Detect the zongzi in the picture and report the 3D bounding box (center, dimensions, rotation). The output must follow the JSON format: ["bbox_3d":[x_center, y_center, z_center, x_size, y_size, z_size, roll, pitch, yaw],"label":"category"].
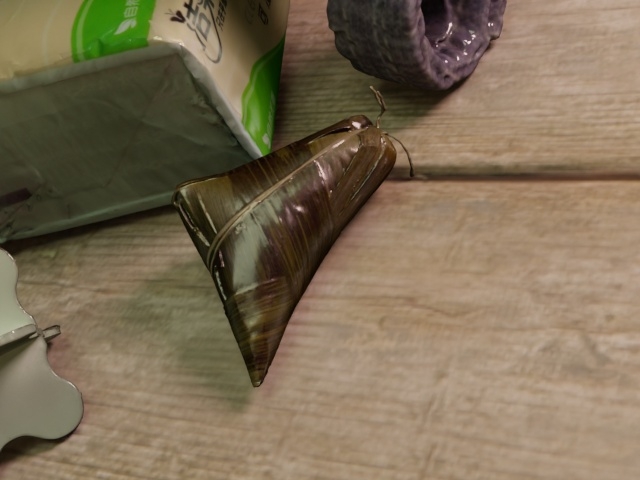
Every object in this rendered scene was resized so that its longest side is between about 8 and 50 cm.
[{"bbox_3d":[0.000,0.000,0.940,0.187,0.084,0.184,-26,58,1],"label":"zongzi"}]

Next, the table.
[{"bbox_3d":[-0.300,0.113,0.953,0.198,0.166,0.166,-27,43,-5],"label":"table"}]

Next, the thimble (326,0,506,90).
[{"bbox_3d":[0.080,-0.206,1.019,0.097,0.150,0.150,17,62,38],"label":"thimble"}]

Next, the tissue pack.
[{"bbox_3d":[-0.205,-0.222,1.151,0.331,0.205,0.405,-13,46,20],"label":"tissue pack"}]
